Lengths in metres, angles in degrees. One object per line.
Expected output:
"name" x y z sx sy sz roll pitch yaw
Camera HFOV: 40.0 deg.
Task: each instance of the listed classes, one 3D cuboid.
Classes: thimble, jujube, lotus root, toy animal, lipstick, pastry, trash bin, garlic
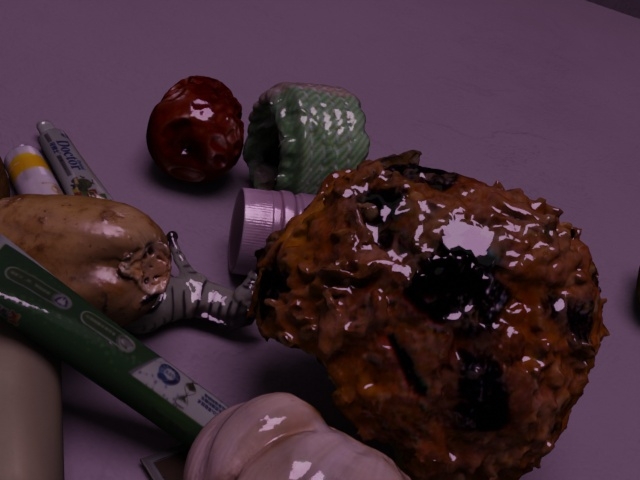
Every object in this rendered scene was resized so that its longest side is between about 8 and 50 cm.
"thimble" -0.027 -0.140 1.377 0.150 0.219 0.219 1 39 -21
"jujube" -0.199 -0.188 1.426 0.155 0.155 0.230 10 30 -10
"lotus root" -0.317 0.024 1.044 0.284 0.146 0.160 3 67 15
"toy animal" -0.191 0.075 1.140 0.217 0.073 0.176 -21 52 -33
"lipstick" -0.376 -0.038 1.224 0.059 0.059 0.264 -9 44 -32
"pastry" 0.133 0.080 0.991 0.405 0.337 0.292 47 2 6
"trash bin" -0.376 0.186 0.879 0.244 0.121 0.247 1 42 -22
"garlic" -0.011 0.277 0.842 0.281 0.184 0.203 36 76 2

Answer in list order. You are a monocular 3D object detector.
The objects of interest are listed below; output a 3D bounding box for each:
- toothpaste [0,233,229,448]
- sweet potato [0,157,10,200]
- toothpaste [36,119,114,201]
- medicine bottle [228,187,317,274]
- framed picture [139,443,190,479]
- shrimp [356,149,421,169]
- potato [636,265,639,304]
"toothpaste" -0.220 0.129 0.945 0.392 0.061 0.098 38 30 -11
"sweet potato" -0.533 -0.131 1.232 0.131 0.130 0.422 -12 43 -35
"toothpaste" -0.376 -0.105 1.336 0.067 0.037 0.255 -12 48 -35
"medicine bottle" 0.000 0.000 1.268 0.250 0.133 0.133 8 37 -15
"framed picture" -0.087 0.267 0.979 0.183 0.011 0.142 -14 46 -37
"shrimp" 0.134 -0.083 1.289 0.145 0.059 0.254 29 29 23
"potato" 0.597 0.073 1.429 0.155 0.136 0.200 0 26 30
